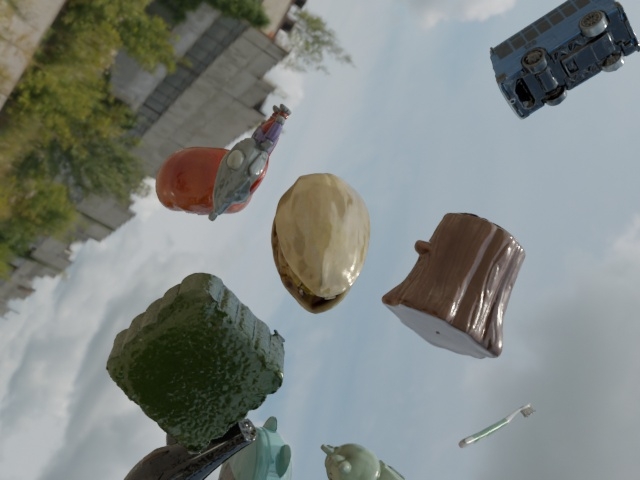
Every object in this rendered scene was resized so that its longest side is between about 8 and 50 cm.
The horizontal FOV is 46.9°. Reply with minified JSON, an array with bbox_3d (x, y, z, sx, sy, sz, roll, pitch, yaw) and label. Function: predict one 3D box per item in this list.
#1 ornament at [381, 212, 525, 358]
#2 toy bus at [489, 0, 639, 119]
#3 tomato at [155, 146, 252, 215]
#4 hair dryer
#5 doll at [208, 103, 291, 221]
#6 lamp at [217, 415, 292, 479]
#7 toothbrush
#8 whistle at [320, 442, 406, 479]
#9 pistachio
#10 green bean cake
[{"bbox_3d":[0.267,0.083,1.390,0.218,0.235,0.221,-61,161,-15],"label":"ornament"},{"bbox_3d":[0.422,-0.335,1.309,0.234,0.116,0.134,-30,-138,19],"label":"toy bus"},{"bbox_3d":[-0.300,-0.154,1.920,0.260,0.259,0.180,-163,-107,-68],"label":"tomato"},{"bbox_3d":[-0.266,0.369,1.519,0.303,0.120,0.359,-36,-154,13],"label":"hair dryer"},{"bbox_3d":[-0.121,-0.127,1.227,0.228,0.075,0.102,-56,-158,-8],"label":"doll"},{"bbox_3d":[-0.161,0.529,1.584,0.284,0.147,0.209,-44,-158,-2],"label":"lamp"},{"bbox_3d":[0.313,0.324,1.293,0.018,0.257,0.024,-51,-119,31],"label":"toothbrush"},{"bbox_3d":[0.095,0.418,1.224,0.106,0.253,0.102,-47,-170,23],"label":"whistle"},{"bbox_3d":[0.000,0.000,1.149,0.157,0.157,0.230,-36,-138,45],"label":"pistachio"},{"bbox_3d":[-0.217,0.210,1.315,0.247,0.250,0.156,-40,-165,8],"label":"green bean cake"}]
